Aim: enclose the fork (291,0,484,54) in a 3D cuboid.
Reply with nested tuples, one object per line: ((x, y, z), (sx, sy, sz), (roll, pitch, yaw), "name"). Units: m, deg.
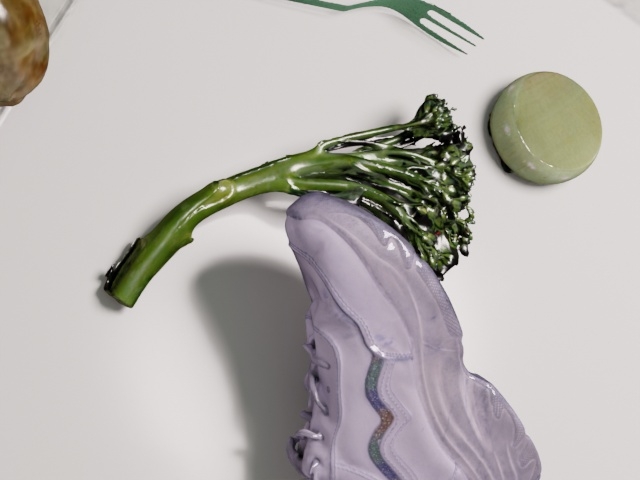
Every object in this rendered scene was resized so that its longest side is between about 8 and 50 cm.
((0.002, -0.169, 0.949), (0.235, 0.039, 0.021), (11, 68, -16), "fork")

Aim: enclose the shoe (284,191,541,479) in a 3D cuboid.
((0.027, 0.091, 0.844), (0.138, 0.095, 0.245), (-37, 109, -17), "shoe")

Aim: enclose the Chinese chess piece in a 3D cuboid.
((0.163, -0.081, 0.993), (0.084, 0.034, 0.084), (7, 72, -23), "Chinese chess piece")

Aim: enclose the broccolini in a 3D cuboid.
((-0.008, 0.002, 0.898), (0.271, 0.062, 0.123), (-23, 81, -19), "broccolini")

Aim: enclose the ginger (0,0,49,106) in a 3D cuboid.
((-0.299, -0.095, 0.751), (0.304, 0.155, 0.244), (11, 66, -28), "ginger")
